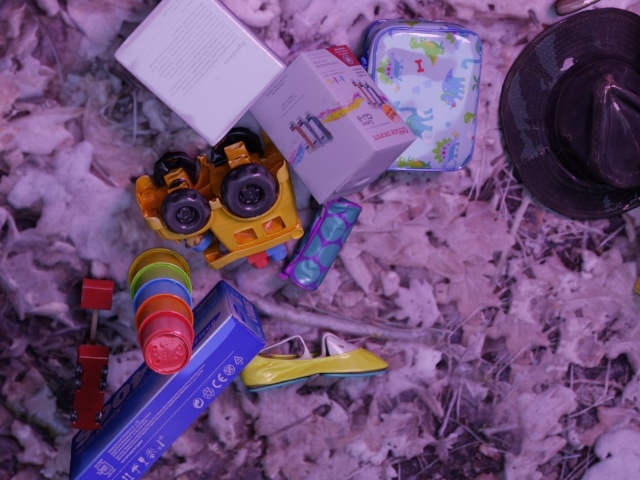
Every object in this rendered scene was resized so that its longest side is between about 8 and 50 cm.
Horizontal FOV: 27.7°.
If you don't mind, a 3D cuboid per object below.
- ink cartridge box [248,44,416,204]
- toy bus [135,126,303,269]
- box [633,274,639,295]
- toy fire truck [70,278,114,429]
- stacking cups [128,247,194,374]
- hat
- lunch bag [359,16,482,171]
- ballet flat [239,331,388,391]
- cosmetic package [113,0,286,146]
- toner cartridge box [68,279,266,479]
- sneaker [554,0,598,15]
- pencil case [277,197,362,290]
[{"bbox_3d":[0.018,-0.162,1.811,0.127,0.128,0.176,-42,79,32],"label":"ink cartridge box"},{"bbox_3d":[-0.134,-0.033,1.886,0.220,0.149,0.211,-20,125,-1],"label":"toy bus"},{"bbox_3d":[0.590,-0.001,2.053,0.087,0.058,0.232,21,102,-15],"label":"box"},{"bbox_3d":[-0.338,0.168,1.921,0.047,0.135,0.192,5,122,-11],"label":"toy fire truck"},{"bbox_3d":[-0.212,0.098,1.809,0.096,0.316,0.096,-3,107,-11],"label":"stacking cups"},{"bbox_3d":[0.432,-0.173,1.934,0.331,0.134,0.331,-3,108,-8],"label":"hat"},{"bbox_3d":[0.139,-0.212,1.892,0.176,0.090,0.219,0,108,-10],"label":"lunch bag"},{"bbox_3d":[-0.011,0.181,2.001,0.231,0.077,0.077,-7,92,-6],"label":"ballet flat"},{"bbox_3d":[-0.164,-0.251,1.786,0.183,0.151,0.151,43,96,-11],"label":"cosmetic package"},{"bbox_3d":[-0.230,0.227,1.926,0.075,0.165,0.348,41,96,-19],"label":"toner cartridge box"},{"bbox_3d":[0.417,-0.395,1.908,0.188,0.066,0.071,-28,93,-6],"label":"sneaker"},{"bbox_3d":[0.000,0.000,1.946,0.070,0.064,0.152,18,105,-44],"label":"pencil case"}]
